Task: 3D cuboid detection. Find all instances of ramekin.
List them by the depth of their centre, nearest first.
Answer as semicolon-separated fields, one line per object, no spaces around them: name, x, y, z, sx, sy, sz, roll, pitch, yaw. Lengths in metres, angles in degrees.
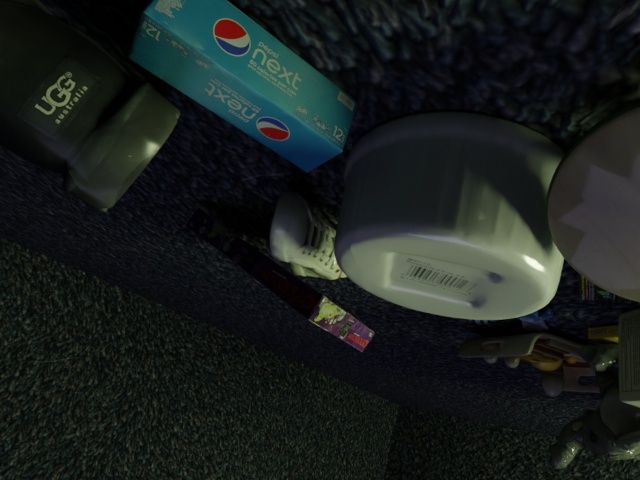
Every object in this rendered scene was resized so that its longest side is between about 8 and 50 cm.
ramekin;0.148;-0.008;0.516;0.276;0.135;0.277;15;157;6

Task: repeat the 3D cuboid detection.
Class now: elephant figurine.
elephant figurine;0.546;0.321;0.770;0.169;0.240;0.186;17;162;6

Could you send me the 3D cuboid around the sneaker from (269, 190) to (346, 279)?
sneaker;0.000;0.000;0.697;0.122;0.106;0.290;10;167;11

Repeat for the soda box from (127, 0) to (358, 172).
soda box;-0.068;-0.156;0.421;0.210;0.067;0.071;30;154;-26

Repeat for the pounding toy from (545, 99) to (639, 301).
pounding toy;0.300;-0.069;0.348;0.182;0.110;0.237;21;130;20

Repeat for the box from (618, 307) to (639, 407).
box;0.549;0.159;0.589;0.126;0.149;0.232;16;158;2

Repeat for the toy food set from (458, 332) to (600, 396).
toy food set;0.504;0.288;0.967;0.305;0.093;0.219;19;159;-14

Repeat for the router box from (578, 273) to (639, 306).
router box;0.404;0.049;0.584;0.092;0.038;0.122;1;152;33

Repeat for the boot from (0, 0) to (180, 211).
boot;-0.347;-0.221;0.354;0.445;0.146;0.367;39;170;-29

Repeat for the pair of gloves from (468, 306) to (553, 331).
pair of gloves;0.356;0.144;0.856;0.198;0.023;0.159;0;151;34

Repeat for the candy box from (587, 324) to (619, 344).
candy box;0.615;0.199;0.787;0.205;0.027;0.105;22;156;-11

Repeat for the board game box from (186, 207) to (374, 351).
board game box;-0.078;0.067;0.776;0.346;0.056;0.208;30;176;38
